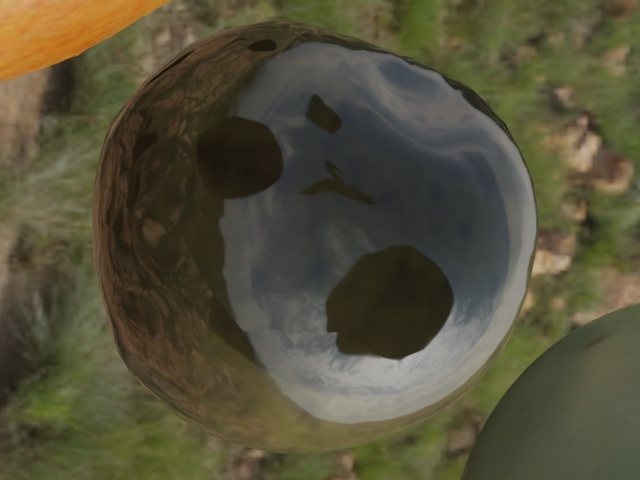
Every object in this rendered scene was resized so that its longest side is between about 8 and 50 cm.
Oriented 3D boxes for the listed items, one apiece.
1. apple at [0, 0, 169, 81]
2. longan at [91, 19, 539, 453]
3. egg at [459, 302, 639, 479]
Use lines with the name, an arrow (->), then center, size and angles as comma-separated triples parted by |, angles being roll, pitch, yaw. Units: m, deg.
apple -> -0.138, -0.175, 0.411 | 0.299, 0.275, 0.299 | 10, 90, -77
longan -> 0.000, 0.000, 0.781 | 0.246, 0.215, 0.246 | -31, 149, -21
egg -> 0.196, 0.195, 0.553 | 0.276, 0.276, 0.389 | 24, 34, -58
